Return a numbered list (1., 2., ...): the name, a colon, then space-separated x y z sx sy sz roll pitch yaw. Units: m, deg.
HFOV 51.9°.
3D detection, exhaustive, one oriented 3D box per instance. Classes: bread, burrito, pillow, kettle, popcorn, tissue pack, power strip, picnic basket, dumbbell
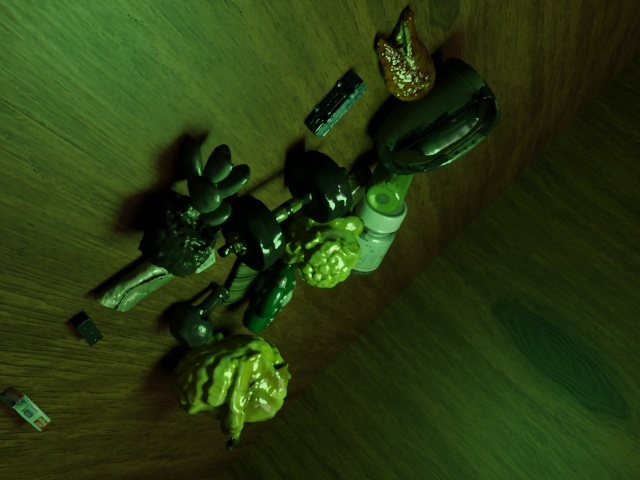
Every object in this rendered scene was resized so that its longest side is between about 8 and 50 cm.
1. bread: 0.211 -0.425 1.585 0.139 0.095 0.269 -52 156 -4
2. burrito: -0.383 0.081 1.449 0.226 0.060 0.087 -38 153 -16
3. pillow: -0.211 0.100 1.847 0.113 0.038 0.203 -19 146 -49
4. kettle: 0.305 -0.289 1.744 0.324 0.321 0.228 -38 125 -4
5. popcorn: -0.265 0.446 1.954 0.349 0.349 0.381 -16 108 -53
6. tissue pack: -0.286 0.034 1.573 0.062 0.042 0.083 -38 158 -23
7. power strip: -0.517 0.197 1.459 0.038 0.029 0.111 -36 155 -21
8. popcorn: 0.000 0.000 1.819 0.212 0.259 0.259 9 131 -24
9. picnic basket: 0.086 -0.136 1.943 0.193 0.055 0.110 -50 159 7
10. dumbbell: -0.083 -0.073 1.563 0.388 0.185 0.185 -36 158 -24

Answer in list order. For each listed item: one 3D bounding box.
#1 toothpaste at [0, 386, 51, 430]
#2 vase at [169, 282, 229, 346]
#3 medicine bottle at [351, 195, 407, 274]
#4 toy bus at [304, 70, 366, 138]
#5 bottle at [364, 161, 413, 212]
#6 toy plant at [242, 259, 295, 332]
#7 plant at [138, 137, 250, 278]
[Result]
1. toothpaste: -0.674 0.386 1.504 0.040 0.047 0.196 -51 164 -27
2. vase: -0.314 0.191 1.739 0.183 0.120 0.120 -52 165 -29
3. medicine bottle: 0.159 -0.030 2.122 0.165 0.165 0.273 -27 154 -40
4. toy bus: 0.036 -0.313 1.528 0.166 0.047 0.065 -46 164 6
5. bottle: 0.213 -0.195 1.908 0.260 0.112 0.112 -62 176 -45
6. toy plant: -0.143 0.152 1.933 0.243 0.113 0.232 -56 -171 33
7. plant: -0.246 -0.065 1.315 0.146 0.149 0.274 21 114 -27
